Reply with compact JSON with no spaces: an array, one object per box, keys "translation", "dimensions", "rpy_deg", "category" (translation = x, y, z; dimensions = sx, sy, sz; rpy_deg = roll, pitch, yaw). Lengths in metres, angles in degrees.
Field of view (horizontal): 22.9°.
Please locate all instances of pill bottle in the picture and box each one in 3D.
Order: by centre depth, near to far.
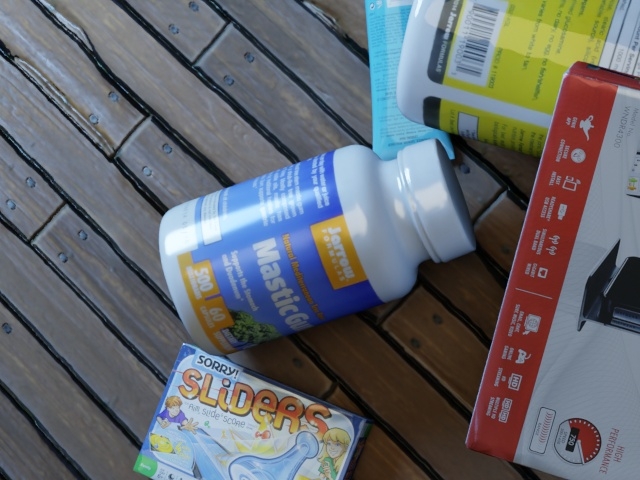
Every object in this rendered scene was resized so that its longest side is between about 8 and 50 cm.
[{"translation":[0.250,-0.155,1.412],"dimensions":[0.334,0.188,0.188],"rpy_deg":[17,87,11],"category":"pill bottle"},{"translation":[0.000,0.000,1.480],"dimensions":[0.272,0.152,0.152],"rpy_deg":[-19,78,12],"category":"pill bottle"}]

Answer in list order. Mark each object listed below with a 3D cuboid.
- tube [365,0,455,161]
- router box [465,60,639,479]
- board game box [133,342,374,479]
[{"translation":[0.079,-0.177,1.541],"dimensions":[0.080,0.052,0.207],"rpy_deg":[-8,86,16],"category":"tube"},{"translation":[0.307,0.051,1.299],"dimensions":[0.301,0.082,0.335],"rpy_deg":[16,106,11],"category":"router box"},{"translation":[-0.066,0.198,1.530],"dimensions":[0.201,0.035,0.136],"rpy_deg":[20,88,16],"category":"board game box"}]
